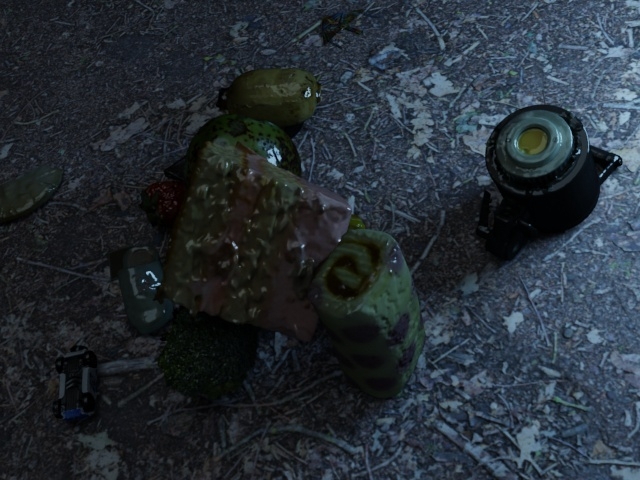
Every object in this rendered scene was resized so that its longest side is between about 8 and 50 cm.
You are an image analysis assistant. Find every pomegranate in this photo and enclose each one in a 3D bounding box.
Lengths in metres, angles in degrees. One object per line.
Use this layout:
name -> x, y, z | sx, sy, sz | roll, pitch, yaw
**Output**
pomegranate -> -0.188, -0.113, 1.836 | 0.284, 0.285, 0.341 | 12, 90, 23

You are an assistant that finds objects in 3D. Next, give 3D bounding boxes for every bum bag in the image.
bum bag -> -0.302, -0.169, 2.018 | 0.159, 0.026, 0.109 | 22, 41, 22

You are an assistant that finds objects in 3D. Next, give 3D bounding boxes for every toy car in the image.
toy car -> -0.511, 0.300, 1.694 | 0.080, 0.070, 0.171 | -14, 52, 5

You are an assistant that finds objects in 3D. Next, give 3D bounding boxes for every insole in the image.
insole -> -0.062, -0.304, 2.088 | 0.045, 0.002, 0.135 | 16, 59, 26

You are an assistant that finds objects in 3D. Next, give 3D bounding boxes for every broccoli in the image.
broccoli -> -0.222, 0.208, 1.627 | 0.176, 0.197, 0.226 | -56, 20, 12

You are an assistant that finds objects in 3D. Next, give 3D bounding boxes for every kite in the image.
kite -> 0.061, -0.617, 2.294 | 0.160, 0.010, 0.183 | 32, 67, 33

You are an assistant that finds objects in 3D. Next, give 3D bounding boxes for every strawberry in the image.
strawberry -> -0.351, -0.092, 1.926 | 0.148, 0.131, 0.131 | -35, 52, -18

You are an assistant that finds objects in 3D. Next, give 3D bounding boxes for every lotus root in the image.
lotus root -> -0.133, -0.365, 2.068 | 0.284, 0.146, 0.160 | 1, 32, 11

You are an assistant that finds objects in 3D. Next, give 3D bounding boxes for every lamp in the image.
lamp -> 0.464, -0.155, 1.651 | 0.205, 0.272, 0.374 | 30, 65, 31

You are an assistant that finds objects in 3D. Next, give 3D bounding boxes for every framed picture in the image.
framed picture -> -0.473, 0.053, 1.919 | 0.066, 0.007, 0.089 | -19, 51, 0

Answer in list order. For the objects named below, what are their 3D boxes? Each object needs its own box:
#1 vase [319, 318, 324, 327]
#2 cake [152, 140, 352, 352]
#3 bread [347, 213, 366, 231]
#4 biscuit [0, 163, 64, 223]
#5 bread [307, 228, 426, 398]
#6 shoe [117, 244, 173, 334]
vase -> 0.093, 0.127, 1.671 | 0.211, 0.060, 0.060 | -27, 51, -5
cake -> -0.124, -0.005, 1.560 | 0.306, 0.315, 0.293 | 18, 11, -6
bread -> 0.000, 0.000, 1.770 | 0.213, 0.105, 0.213 | -9, 48, 10
biscuit -> -0.807, -0.108, 2.117 | 0.289, 0.038, 0.141 | -26, 51, -5
bread -> 0.099, 0.141, 1.480 | 0.155, 0.338, 0.187 | 21, 63, 29
shoe -> -0.403, 0.092, 1.810 | 0.103, 0.100, 0.251 | -20, 48, -3
